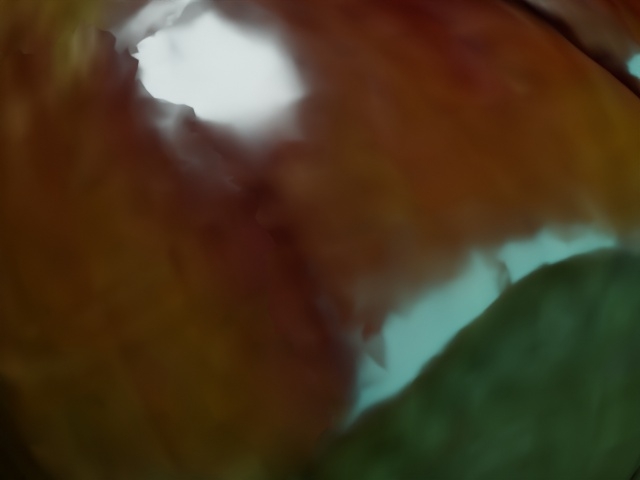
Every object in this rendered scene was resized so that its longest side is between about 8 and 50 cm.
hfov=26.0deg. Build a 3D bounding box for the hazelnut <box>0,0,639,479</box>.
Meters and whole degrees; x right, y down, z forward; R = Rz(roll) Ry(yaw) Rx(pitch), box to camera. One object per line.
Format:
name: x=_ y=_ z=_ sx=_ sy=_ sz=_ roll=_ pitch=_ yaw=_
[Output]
hazelnut: x=0.000 y=0.000 z=0.585 sx=0.372 sy=0.315 sz=0.372 roll=19 pitch=51 yaw=-26
